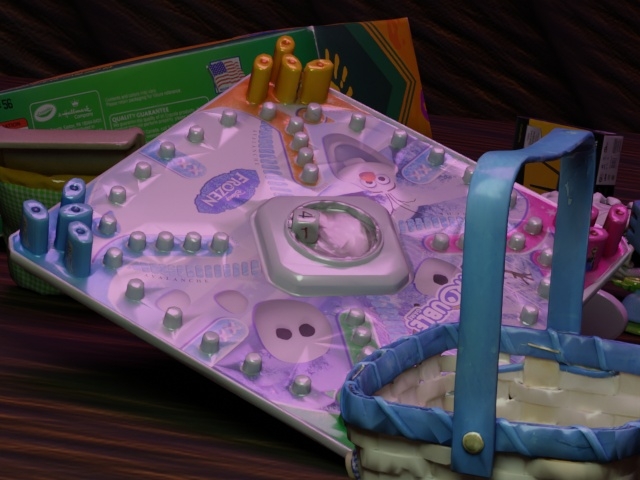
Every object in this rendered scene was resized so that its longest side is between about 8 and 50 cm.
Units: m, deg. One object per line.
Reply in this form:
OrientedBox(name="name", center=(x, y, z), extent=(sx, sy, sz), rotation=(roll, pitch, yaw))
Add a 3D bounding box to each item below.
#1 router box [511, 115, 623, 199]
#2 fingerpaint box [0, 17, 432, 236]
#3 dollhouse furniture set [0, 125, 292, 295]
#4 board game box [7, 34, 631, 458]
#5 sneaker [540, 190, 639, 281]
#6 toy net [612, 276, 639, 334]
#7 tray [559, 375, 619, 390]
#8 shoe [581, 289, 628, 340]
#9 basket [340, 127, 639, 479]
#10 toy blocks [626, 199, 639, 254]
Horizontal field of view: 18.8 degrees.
OrientedBox(name="router box", center=(0.288, -0.052, 2.344), extent=(0.133, 0.179, 0.046), rotation=(15, 11, 41))
OrientedBox(name="fingerpaint box", center=(-0.142, -0.132, 2.160), extent=(0.445, 0.163, 0.371), rotation=(-10, 4, 19))
OrientedBox(name="dollhouse furniture set", center=(-0.167, 0.009, 1.776), extent=(0.301, 0.197, 0.151), rotation=(1, 40, 6))
OrientedBox(name="board game box", center=(0.012, -0.008, 1.599), extent=(0.390, 0.050, 0.390), rotation=(29, 40, 21))
OrientedBox(name="sneaker", center=(0.318, 0.002, 2.202), extent=(0.292, 0.110, 0.118), rotation=(-2, 10, 22))
OrientedBox(name="toy net", center=(0.431, 0.084, 2.089), extent=(0.232, 0.045, 0.122), rotation=(9, 8, 2))
OrientedBox(name="tray", center=(0.258, 0.134, 1.720), extent=(0.145, 0.030, 0.270), rotation=(7, 10, 1))
OrientedBox(name="shoe", center=(0.241, 0.063, 2.001), extent=(0.178, 0.063, 0.081), rotation=(8, 14, 26))
OrientedBox(name="basket", center=(0.123, 0.081, 1.181), extent=(0.201, 0.289, 0.255), rotation=(11, 10, 19))
OrientedBox(name="toy blocks", center=(0.483, -0.018, 2.034), extent=(0.381, 0.191, 0.261), rotation=(-3, 31, -18))
